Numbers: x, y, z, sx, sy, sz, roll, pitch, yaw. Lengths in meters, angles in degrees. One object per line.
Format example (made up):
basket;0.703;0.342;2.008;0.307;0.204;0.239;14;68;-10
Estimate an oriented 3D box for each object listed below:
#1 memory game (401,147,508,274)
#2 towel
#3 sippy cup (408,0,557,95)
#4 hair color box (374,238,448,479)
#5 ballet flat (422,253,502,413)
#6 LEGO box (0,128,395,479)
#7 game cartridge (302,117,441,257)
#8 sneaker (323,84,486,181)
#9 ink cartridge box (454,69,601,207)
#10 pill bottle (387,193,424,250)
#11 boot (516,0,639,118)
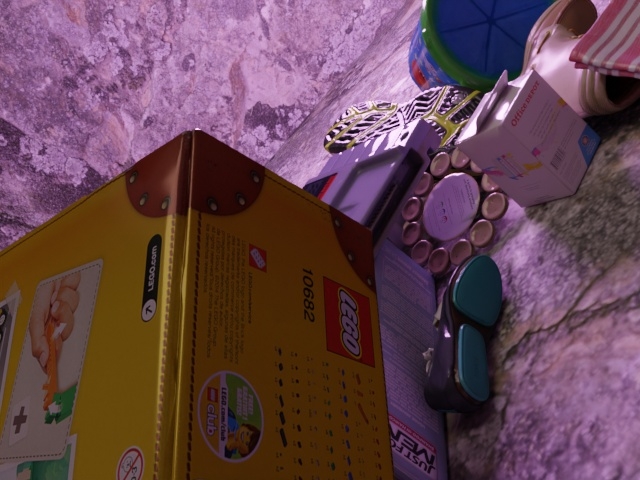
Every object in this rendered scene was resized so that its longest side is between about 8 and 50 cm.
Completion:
memory game;0.178;-0.044;0.918;0.186;0.012;0.186;-30;50;43
towel;0.380;-0.225;0.706;0.197;0.029;0.144;25;75;43
sippy cup;0.259;-0.344;1.180;0.305;0.240;0.224;-44;3;-10
hair color box;0.035;0.165;0.778;0.185;0.113;0.374;-44;15;26
ballet flat;0.144;0.096;0.714;0.074;0.074;0.203;-38;22;40
LEGO box;-0.146;0.237;0.449;0.372;0.193;0.500;-24;55;34
game cartridge;0.000;0.000;0.900;0.230;0.068;0.355;-9;43;53
sneaker;0.174;-0.152;1.113;0.384;0.147;0.145;16;67;53
ink cartridge box;0.241;-0.124;0.811;0.092;0.143;0.090;-56;16;-22
pill bottle;0.049;0.007;1.070;0.246;0.136;0.136;-51;15;-2
boot;0.350;-0.247;0.884;0.262;0.095;0.203;-57;16;-19
